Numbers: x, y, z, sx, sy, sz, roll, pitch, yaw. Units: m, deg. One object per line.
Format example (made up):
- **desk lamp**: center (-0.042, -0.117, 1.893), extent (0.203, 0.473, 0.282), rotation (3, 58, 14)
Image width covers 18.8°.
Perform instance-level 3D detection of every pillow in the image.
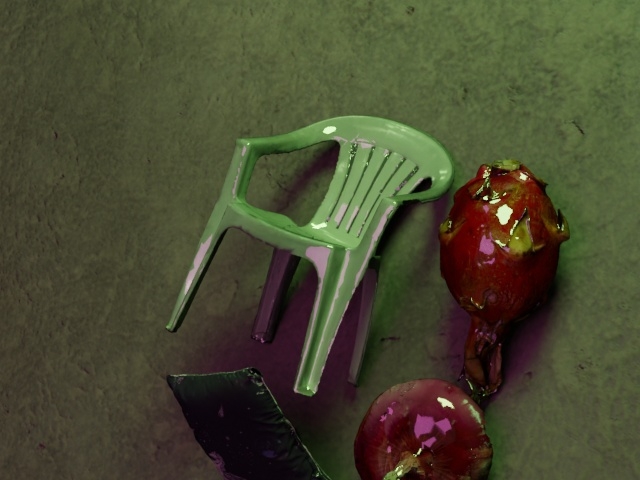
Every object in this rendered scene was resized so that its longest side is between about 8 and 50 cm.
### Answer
- **pillow**: center (-0.065, 0.212, 1.964), extent (0.141, 0.208, 0.055), rotation (-11, 32, 38)

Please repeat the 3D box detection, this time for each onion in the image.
- **onion**: center (0.088, 0.214, 1.899), extent (0.150, 0.140, 0.150), rotation (4, 98, 32)

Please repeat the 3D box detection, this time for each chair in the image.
- **chair**: center (0.000, 0.000, 1.989), extent (0.203, 0.190, 0.275), rotation (25, 99, 30)

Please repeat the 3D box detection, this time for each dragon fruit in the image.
- **dragon fruit**: center (0.173, 0.044, 1.916), extent (0.125, 0.125, 0.246), rotation (14, 103, 18)
